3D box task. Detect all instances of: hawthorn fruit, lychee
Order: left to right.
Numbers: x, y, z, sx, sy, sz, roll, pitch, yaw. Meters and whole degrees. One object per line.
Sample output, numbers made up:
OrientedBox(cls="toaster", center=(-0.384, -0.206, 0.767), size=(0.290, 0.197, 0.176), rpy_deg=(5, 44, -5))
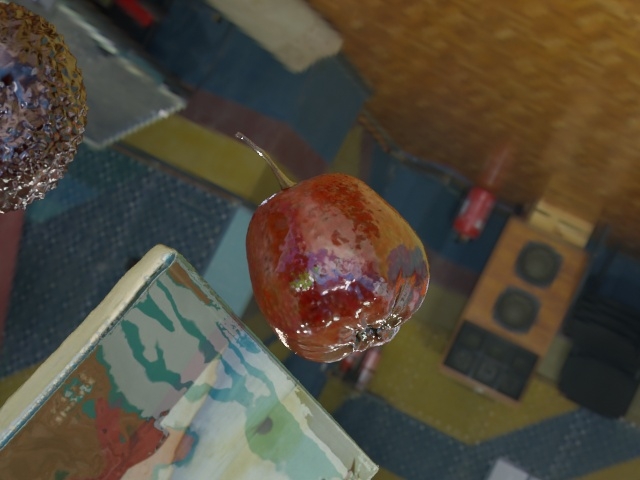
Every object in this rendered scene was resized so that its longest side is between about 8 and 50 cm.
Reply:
OrientedBox(cls="lychee", center=(-0.297, -0.114, 1.120), size=(0.194, 0.194, 0.194), rpy_deg=(27, 174, 3))
OrientedBox(cls="hawthorn fruit", center=(0.000, 0.000, 1.111), size=(0.203, 0.163, 0.162), rpy_deg=(65, -170, 22))

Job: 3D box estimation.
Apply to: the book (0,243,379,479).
OrientedBox(cls="book", center=(-0.092, 0.158, 0.885), size=(0.026, 0.201, 0.289), rpy_deg=(28, 163, 49))
